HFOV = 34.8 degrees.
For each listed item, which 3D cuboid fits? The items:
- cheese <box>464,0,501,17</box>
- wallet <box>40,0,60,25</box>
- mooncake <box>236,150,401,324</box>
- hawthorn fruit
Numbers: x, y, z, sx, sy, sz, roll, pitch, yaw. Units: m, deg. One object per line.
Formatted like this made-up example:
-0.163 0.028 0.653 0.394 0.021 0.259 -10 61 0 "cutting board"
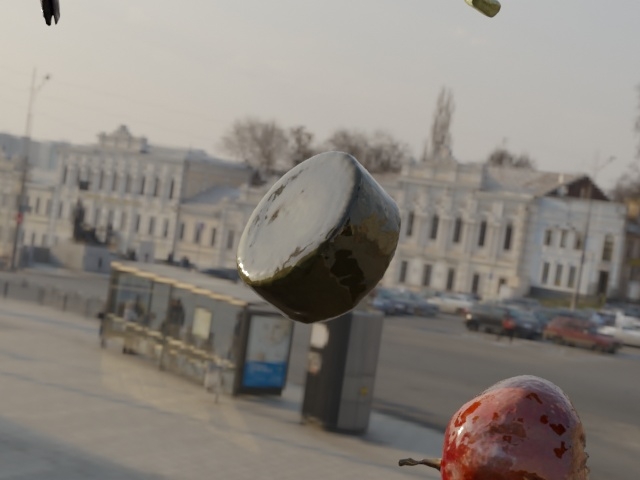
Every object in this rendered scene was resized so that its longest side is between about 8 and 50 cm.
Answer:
0.199 -0.314 1.310 0.044 0.030 0.083 19 29 -31 "cheese"
-0.426 -0.428 1.584 0.030 0.166 0.111 -5 -37 -12 "wallet"
0.000 0.000 1.754 0.155 0.284 0.284 41 -18 -34 "mooncake"
0.249 0.320 1.471 0.271 0.242 0.242 -8 1 3 "hawthorn fruit"
